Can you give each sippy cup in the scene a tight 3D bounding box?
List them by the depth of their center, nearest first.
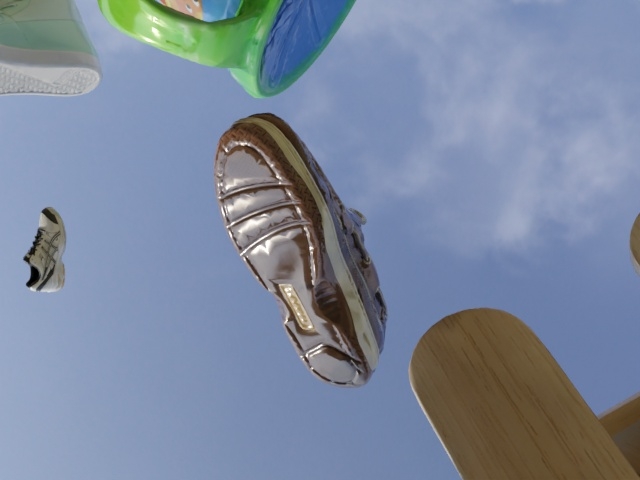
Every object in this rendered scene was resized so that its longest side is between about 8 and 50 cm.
[{"bbox_3d":[-0.086,-0.298,0.838,0.224,0.305,0.240,35,-76,8],"label":"sippy cup"}]

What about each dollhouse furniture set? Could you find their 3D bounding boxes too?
[{"bbox_3d":[0.250,0.072,0.567,0.394,0.362,0.256,-29,-127,0],"label":"dollhouse furniture set"}]

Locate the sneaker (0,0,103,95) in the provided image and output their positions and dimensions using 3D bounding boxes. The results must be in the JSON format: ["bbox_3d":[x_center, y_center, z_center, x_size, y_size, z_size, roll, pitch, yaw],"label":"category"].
[{"bbox_3d":[-0.396,-0.251,0.991,0.256,0.094,0.151,-2,-118,-39],"label":"sneaker"}]

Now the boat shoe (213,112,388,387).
[{"bbox_3d":[-0.007,0.000,0.692,0.095,0.257,0.095,5,-140,31],"label":"boat shoe"}]

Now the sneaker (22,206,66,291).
[{"bbox_3d":[-0.266,0.010,0.807,0.037,0.083,0.032,-6,-171,-41],"label":"sneaker"}]
